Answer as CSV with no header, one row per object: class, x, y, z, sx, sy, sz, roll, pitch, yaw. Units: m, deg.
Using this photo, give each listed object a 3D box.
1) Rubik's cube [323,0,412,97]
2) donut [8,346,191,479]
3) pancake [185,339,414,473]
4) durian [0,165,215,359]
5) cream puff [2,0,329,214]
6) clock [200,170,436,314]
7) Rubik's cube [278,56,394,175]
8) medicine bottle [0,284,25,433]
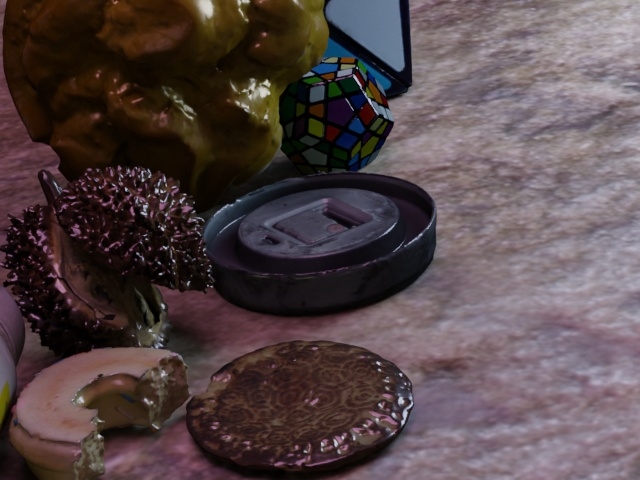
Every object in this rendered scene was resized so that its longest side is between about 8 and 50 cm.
Rubik's cube,-0.055,-0.286,2.149,0.250,0.248,0.246,-16,28,-19
donut,-0.189,0.144,1.527,0.108,0.065,0.166,6,30,30
pancake,-0.017,0.135,1.548,0.199,0.021,0.199,-7,27,3
durian,-0.191,0.011,1.640,0.196,0.196,0.167,0,-11,15
cream puff,-0.149,-0.155,1.855,0.324,0.257,0.291,-10,-12,17
clock,0.000,0.000,1.785,0.226,0.049,0.226,-7,26,4
Rubik's cube,0.011,-0.129,1.967,0.133,0.112,0.133,-7,25,3
medicine bottle,-0.322,0.131,1.503,0.143,0.143,0.258,-5,28,6
